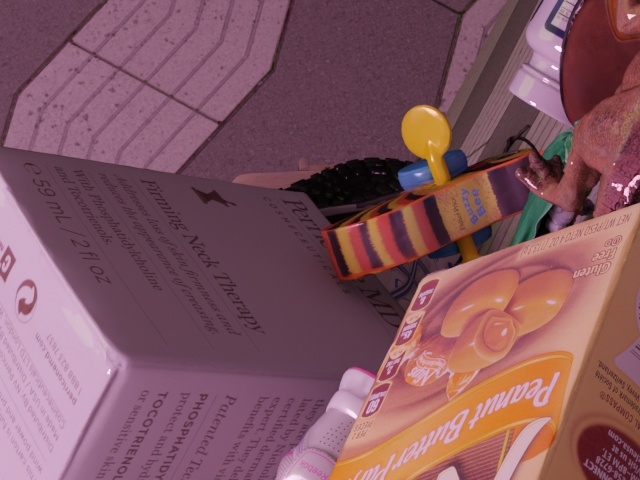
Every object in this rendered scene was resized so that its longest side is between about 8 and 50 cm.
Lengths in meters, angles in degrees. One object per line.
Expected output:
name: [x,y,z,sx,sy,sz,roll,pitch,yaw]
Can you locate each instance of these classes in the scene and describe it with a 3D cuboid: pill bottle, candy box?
pill bottle: [0.259,-0.203,1.436,0.186,0.112,0.112,-60,2,12]
candy box: [0.079,0.141,0.770,0.183,0.087,0.316,-23,32,51]

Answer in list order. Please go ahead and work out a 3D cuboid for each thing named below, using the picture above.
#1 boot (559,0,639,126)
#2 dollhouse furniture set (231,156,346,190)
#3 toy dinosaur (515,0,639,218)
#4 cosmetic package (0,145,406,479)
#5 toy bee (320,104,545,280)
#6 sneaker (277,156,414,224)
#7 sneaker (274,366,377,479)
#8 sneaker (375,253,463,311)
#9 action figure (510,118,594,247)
boot: [0.263,-0.124,1.155,0.264,0.096,0.280,-58,15,35]
dollhouse furniture set: [-0.045,0.089,1.941,0.355,0.174,0.303,102,165,-77]
toy dinosaur: [0.215,-0.085,0.891,0.200,0.127,0.295,-147,80,-81]
cosmetic package: [-0.157,0.148,1.473,0.329,0.394,0.327,50,121,40]
toy bee: [0.150,-0.054,1.488,0.298,0.195,0.162,-50,21,-28]
sneaker: [0.000,0.000,1.731,0.107,0.283,0.124,-109,1,-62]
sneaker: [0.009,0.207,1.024,0.111,0.103,0.252,-35,-44,-36]
sneaker: [0.113,0.045,1.773,0.112,0.131,0.296,91,177,-51]
action figure: [0.180,-0.013,1.201,0.232,0.064,0.137,106,-174,-51]
